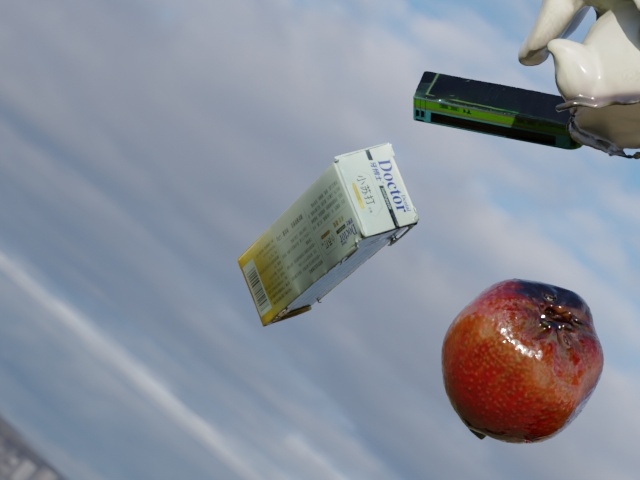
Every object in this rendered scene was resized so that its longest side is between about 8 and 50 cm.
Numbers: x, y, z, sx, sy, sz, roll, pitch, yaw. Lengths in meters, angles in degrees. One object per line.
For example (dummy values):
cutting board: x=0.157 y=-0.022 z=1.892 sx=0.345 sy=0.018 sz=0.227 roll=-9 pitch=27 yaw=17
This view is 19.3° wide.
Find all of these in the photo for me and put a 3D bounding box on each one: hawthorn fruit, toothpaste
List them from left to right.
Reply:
toothpaste: x=0.000 y=0.000 z=1.846 sx=0.089 sy=0.071 sz=0.313 roll=69 pitch=-24 yaw=10
hawthorn fruit: x=0.201 y=0.132 z=1.959 sx=0.169 sy=0.169 sz=0.188 roll=39 pitch=-51 yaw=3

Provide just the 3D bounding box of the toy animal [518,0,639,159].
toy animal: x=0.274 y=-0.213 z=1.654 sx=0.174 sy=0.289 sz=0.249 roll=10 pitch=-35 yaw=-32

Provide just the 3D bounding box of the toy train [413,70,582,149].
toy train: x=0.199 y=-0.124 z=1.887 sx=0.209 sy=0.044 sz=0.042 roll=12 pitch=-44 yaw=13
